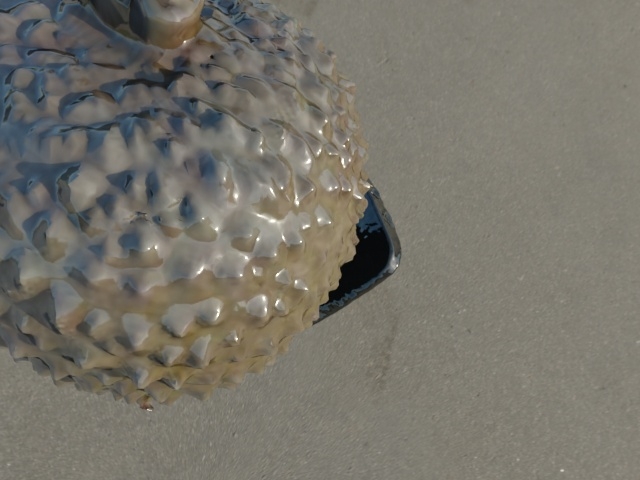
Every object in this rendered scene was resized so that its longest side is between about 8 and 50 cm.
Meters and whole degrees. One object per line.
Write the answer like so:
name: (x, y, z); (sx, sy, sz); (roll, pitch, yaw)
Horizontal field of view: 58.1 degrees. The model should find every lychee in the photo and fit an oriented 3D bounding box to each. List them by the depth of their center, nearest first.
lychee: (-0.150, -0.043, 0.519); (0.379, 0.432, 0.381); (7, 54, -10)

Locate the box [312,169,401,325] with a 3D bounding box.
box: (0.000, 0.000, 0.768); (0.042, 0.201, 0.213); (29, 33, -45)
